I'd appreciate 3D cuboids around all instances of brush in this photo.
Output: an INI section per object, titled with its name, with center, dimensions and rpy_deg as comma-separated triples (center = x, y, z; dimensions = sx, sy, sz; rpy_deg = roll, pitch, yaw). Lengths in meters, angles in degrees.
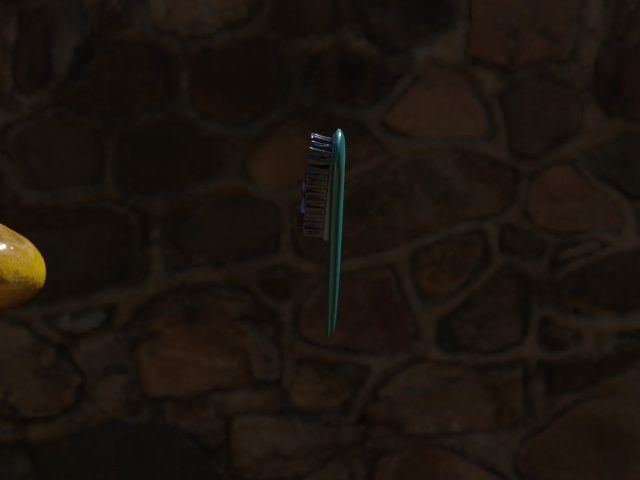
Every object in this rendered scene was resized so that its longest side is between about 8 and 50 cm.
[brush]
center = 0.000, 0.000, 0.851
dimensions = 0.032, 0.193, 0.043
rpy_deg = 5, 41, 1

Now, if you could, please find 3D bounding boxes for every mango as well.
[mango]
center = -0.193, 0.010, 0.574
dimensions = 0.114, 0.057, 0.079
rpy_deg = 10, 15, -27
